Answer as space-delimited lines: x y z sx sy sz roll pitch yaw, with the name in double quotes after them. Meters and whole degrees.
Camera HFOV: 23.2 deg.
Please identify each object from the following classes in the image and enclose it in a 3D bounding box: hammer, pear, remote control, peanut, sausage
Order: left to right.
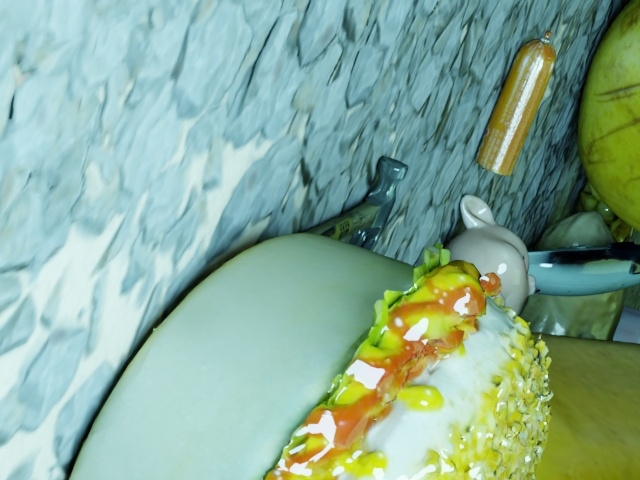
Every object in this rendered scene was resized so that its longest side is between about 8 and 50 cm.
0.000 0.000 0.857 0.182 0.017 0.062 -29 141 -61 "hammer"
0.142 -0.100 1.119 0.031 0.031 0.107 -20 131 -67 "sausage"
0.235 0.082 1.536 0.110 0.120 0.236 -112 -149 -62 "peanut"
0.276 0.026 1.425 0.097 0.256 0.045 165 -79 -65 "remote control"
0.365 -0.116 1.365 0.280 0.281 0.280 -55 161 -30 "pear"

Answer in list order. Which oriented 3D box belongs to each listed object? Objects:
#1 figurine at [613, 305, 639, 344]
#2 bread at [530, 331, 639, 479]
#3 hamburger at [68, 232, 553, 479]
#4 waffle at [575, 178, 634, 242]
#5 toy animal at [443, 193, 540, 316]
0.339 0.203 1.981 0.276 0.133 0.200 -64 167 1 "figurine"
0.200 0.255 1.255 0.376 0.253 0.348 9 94 -37 "bread"
0.001 0.135 0.758 0.276 0.179 0.294 -54 161 -20 "hamburger"
0.354 -0.125 1.671 0.329 0.062 0.329 -53 160 -30 "waffle"
0.107 0.034 1.142 0.083 0.089 0.150 -51 178 38 "toy animal"
